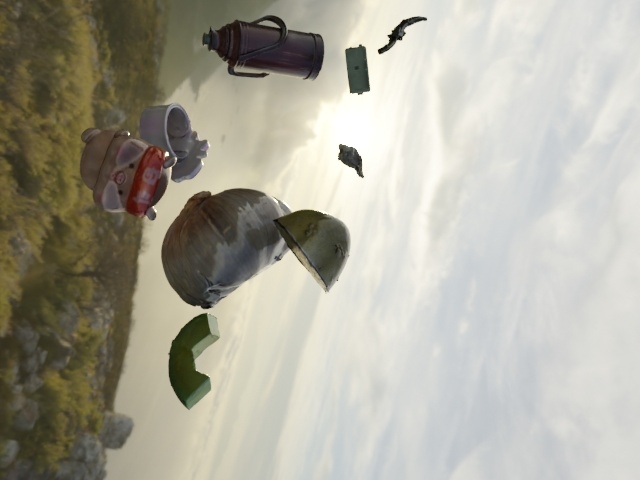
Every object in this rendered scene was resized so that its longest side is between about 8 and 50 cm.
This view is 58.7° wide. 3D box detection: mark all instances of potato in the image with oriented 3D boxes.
[{"bbox_3d":[0.000,0.000,1.135,0.117,0.182,0.202,-39,178,-6],"label":"potato"}]

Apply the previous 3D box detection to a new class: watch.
[{"bbox_3d":[-0.516,-0.352,1.993,0.231,0.196,0.244,69,22,-54],"label":"watch"}]

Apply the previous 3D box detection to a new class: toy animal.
[{"bbox_3d":[-0.386,-0.131,1.132,0.171,0.197,0.171,-37,139,-40],"label":"toy animal"}]

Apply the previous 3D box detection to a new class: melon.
[{"bbox_3d":[-0.283,0.264,1.262,0.064,0.118,0.209,71,5,-54],"label":"melon"}]

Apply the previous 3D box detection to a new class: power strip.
[{"bbox_3d":[0.069,-0.312,1.044,0.016,0.040,0.090,-66,149,-77],"label":"power strip"}]

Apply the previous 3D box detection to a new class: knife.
[{"bbox_3d":[0.163,-0.438,1.195,0.222,0.045,0.021,-48,152,-41],"label":"knife"}]

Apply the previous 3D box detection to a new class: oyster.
[{"bbox_3d":[0.062,-0.156,1.095,0.093,0.034,0.051,27,49,-57],"label":"oyster"}]

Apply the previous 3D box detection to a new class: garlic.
[{"bbox_3d":[-0.204,0.004,1.281,0.322,0.322,0.241,-84,149,-64],"label":"garlic"}]

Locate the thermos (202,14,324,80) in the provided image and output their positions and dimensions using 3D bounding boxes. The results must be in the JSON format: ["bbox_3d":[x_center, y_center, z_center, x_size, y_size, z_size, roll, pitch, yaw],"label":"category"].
[{"bbox_3d":[-0.117,-0.372,1.116,0.124,0.232,0.099,117,-36,-45],"label":"thermos"}]
